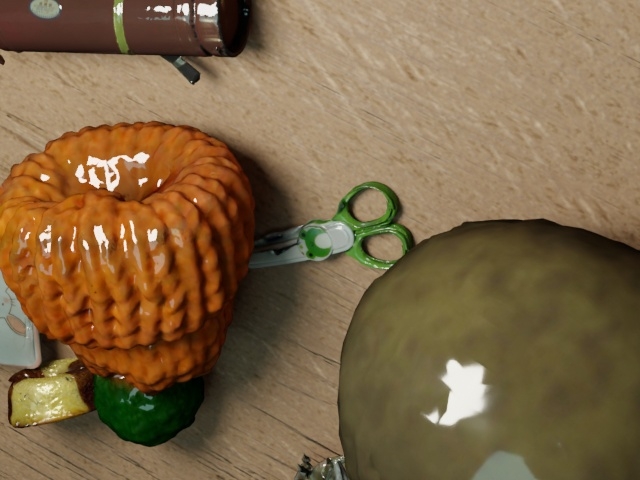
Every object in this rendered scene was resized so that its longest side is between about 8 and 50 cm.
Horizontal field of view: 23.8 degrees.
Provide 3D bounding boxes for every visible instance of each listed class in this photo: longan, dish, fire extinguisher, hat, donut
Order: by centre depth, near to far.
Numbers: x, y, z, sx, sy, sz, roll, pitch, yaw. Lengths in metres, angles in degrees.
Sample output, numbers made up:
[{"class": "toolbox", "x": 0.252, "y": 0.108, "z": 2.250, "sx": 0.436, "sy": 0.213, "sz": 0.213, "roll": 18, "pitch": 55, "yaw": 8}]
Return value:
[{"class": "longan", "x": 0.226, "y": 0.178, "z": 1.459, "sx": 0.436, "sy": 0.404, "sz": 0.404, "roll": 21, "pitch": 121, "yaw": 10}, {"class": "fire extinguisher", "x": -0.246, "y": -0.236, "z": 1.625, "sx": 0.341, "sy": 0.105, "sz": 0.141, "roll": 3, "pitch": 115, "yaw": 19}, {"class": "hat", "x": -0.202, "y": 0.086, "z": 1.680, "sx": 0.285, "sy": 0.285, "sz": 0.400, "roll": 4, "pitch": 120, "yaw": 21}, {"class": "dish", "x": -0.403, "y": 0.035, "z": 1.854, "sx": 0.154, "sy": 0.064, "sz": 0.234, "roll": 10, "pitch": 119, "yaw": 19}, {"class": "donut", "x": -0.325, "y": 0.185, "z": 1.855, "sx": 0.140, "sy": 0.140, "sz": 0.059, "roll": -6, "pitch": 99, "yaw": 26}]

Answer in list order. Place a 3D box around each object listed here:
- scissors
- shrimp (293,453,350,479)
[{"class": "scissors", "x": 0.000, "y": 0.000, "z": 1.685, "sx": 0.204, "sy": 0.027, "sz": 0.101, "roll": -14, "pitch": 106, "yaw": 26}, {"class": "shrimp", "x": 0.013, "y": 0.313, "z": 1.753, "sx": 0.137, "sy": 0.172, "sz": 0.372, "roll": 42, "pitch": 131, "yaw": 5}]
